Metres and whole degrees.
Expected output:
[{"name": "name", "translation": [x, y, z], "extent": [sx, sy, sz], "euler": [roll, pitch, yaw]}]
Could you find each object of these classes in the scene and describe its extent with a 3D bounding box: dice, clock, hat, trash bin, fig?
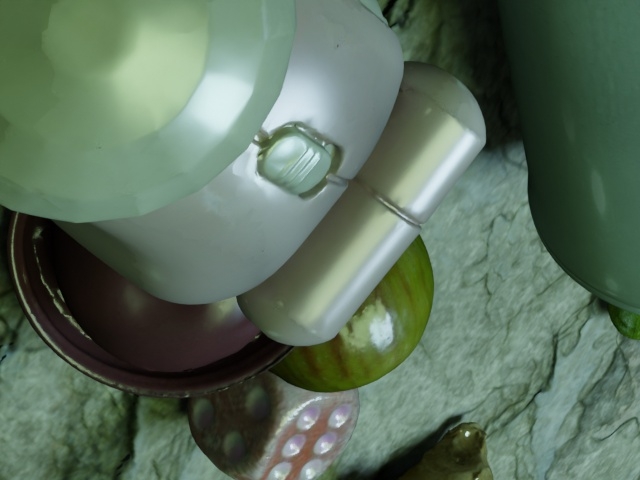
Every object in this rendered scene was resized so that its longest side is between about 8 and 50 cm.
[{"name": "dice", "translation": [-0.034, 0.121, 1.182], "extent": [0.094, 0.091, 0.093], "euler": [3, 120, -47]}, {"name": "clock", "translation": [-0.113, -0.114, 0.684], "extent": [0.184, 0.342, 0.326], "euler": [-54, 153, -1]}, {"name": "hat", "translation": [-0.088, 0.014, 0.968], "extent": [0.206, 0.089, 0.205], "euler": [-3, 119, -5]}, {"name": "trash bin", "translation": [0.254, -0.144, 1.089], "extent": [0.280, 0.280, 0.432], "euler": [-39, 140, -13]}, {"name": "fig", "translation": [-0.008, 0.014, 1.087], "extent": [0.142, 0.148, 0.186], "euler": [-44, 108, -7]}]

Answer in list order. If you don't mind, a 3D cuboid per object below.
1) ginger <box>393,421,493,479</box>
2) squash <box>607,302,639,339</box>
[{"name": "ginger", "translation": [0.072, 0.282, 1.417], "extent": [0.270, 0.123, 0.219], "euler": [-40, 141, -12]}, {"name": "squash", "translation": [0.295, 0.001, 1.443], "extent": [0.066, 0.066, 0.228], "euler": [-26, 137, -28]}]
